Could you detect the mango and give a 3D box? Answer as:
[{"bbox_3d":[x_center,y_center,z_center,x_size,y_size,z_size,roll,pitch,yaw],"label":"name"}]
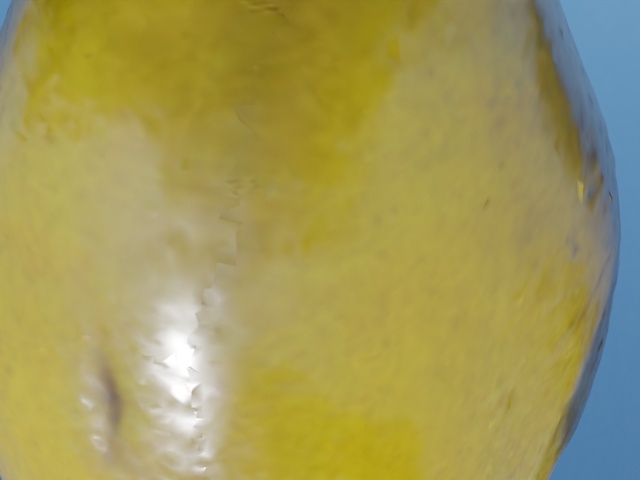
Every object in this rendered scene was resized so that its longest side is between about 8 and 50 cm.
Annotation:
[{"bbox_3d":[0.000,0.000,0.651,0.301,0.445,0.220,-35,-121,-28],"label":"mango"}]
